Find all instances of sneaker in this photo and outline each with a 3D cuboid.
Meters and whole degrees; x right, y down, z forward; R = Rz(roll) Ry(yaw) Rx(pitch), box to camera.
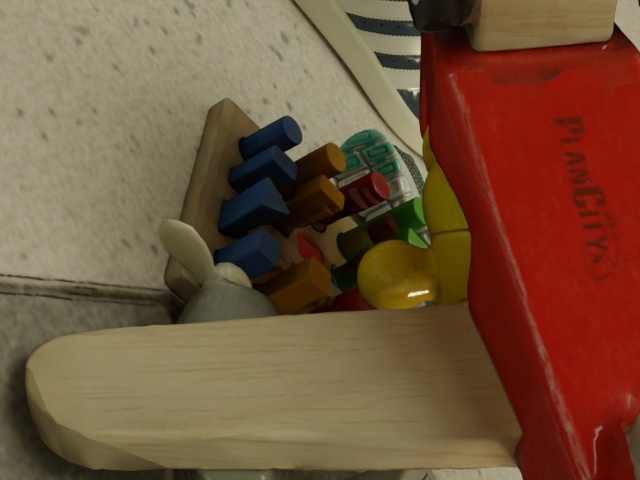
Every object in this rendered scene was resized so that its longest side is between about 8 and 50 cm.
[{"bbox_3d":[0.088,-0.194,0.966,0.350,0.148,0.131,44,35,-32],"label":"sneaker"},{"bbox_3d":[0.071,-0.003,0.881,0.076,0.065,0.166,4,65,-61],"label":"sneaker"}]

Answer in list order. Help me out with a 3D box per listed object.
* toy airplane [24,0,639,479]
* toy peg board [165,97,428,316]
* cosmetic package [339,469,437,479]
[{"bbox_3d":[0.117,0.054,0.585,0.386,0.272,0.384,36,65,13],"label":"toy airplane"},{"bbox_3d":[0.000,0.000,0.747,0.160,0.079,0.161,44,34,-31],"label":"toy peg board"},{"bbox_3d":[0.009,0.213,0.592,0.117,0.085,0.231,60,31,-6],"label":"cosmetic package"}]
